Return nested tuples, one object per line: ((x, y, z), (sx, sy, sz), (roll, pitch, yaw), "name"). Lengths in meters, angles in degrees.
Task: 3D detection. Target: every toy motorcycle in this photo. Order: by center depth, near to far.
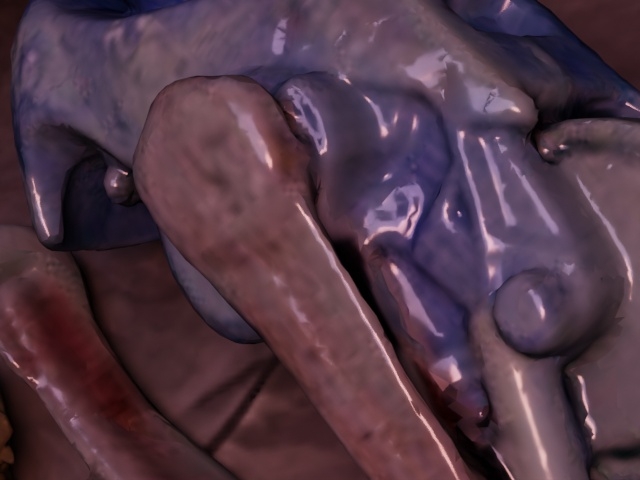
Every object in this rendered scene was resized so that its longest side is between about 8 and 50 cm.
((-0.013, -0.002, 0.628), (0.241, 0.182, 0.319), (-42, 65, 4), "toy motorcycle")

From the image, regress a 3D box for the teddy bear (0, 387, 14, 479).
((-0.265, 0.136, 0.699), (0.256, 0.156, 0.267), (9, 78, 25), "teddy bear")
